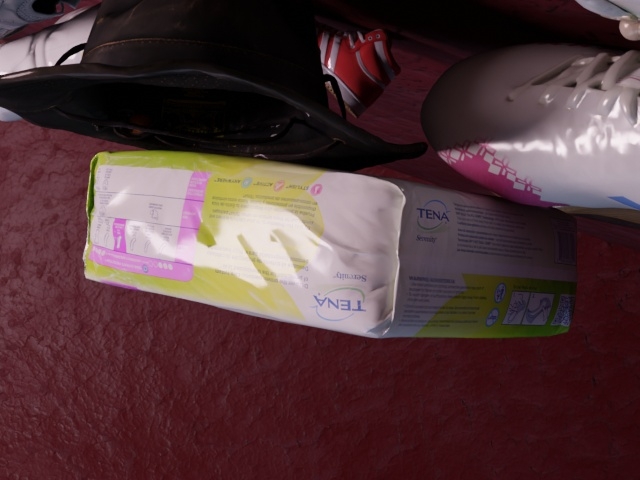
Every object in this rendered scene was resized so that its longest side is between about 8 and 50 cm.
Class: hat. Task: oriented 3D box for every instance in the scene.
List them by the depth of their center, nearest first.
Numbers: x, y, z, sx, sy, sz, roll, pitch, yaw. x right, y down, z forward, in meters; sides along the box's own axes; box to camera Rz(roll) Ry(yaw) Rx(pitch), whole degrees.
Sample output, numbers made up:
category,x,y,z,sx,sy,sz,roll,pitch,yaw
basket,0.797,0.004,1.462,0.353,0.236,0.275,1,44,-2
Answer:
category,x,y,z,sx,sy,sz,roll,pitch,yaw
hat,-0.070,-0.129,0.741,0.331,0.134,0.331,9,177,0

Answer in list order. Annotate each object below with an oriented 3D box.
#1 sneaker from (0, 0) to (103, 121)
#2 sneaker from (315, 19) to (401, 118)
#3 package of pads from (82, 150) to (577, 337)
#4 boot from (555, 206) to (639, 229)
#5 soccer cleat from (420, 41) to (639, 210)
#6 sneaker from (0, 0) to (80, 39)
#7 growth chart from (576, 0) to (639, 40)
category,x,y,z,sx,sy,sz,roll,pitch,yaw
sneaker,-0.208,-0.201,1.156,0.169,0.108,0.292,-13,-163,22
sneaker,0.014,-0.164,0.902,0.118,0.067,0.042,48,-175,2
package of pads,0.000,0.000,0.781,0.296,0.101,0.229,8,-178,40
boot,0.283,-0.046,1.079,0.248,0.090,0.207,15,177,34
soccer cleat,0.194,-0.071,0.622,0.331,0.116,0.143,20,161,32
sneaker,-0.273,-0.223,1.003,0.115,0.105,0.281,14,-176,-10
growth chart,0.142,-0.119,0.462,0.237,0.021,0.172,17,-179,-44
